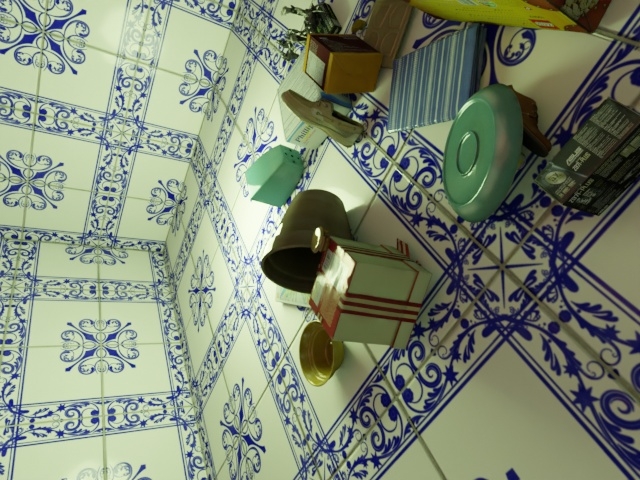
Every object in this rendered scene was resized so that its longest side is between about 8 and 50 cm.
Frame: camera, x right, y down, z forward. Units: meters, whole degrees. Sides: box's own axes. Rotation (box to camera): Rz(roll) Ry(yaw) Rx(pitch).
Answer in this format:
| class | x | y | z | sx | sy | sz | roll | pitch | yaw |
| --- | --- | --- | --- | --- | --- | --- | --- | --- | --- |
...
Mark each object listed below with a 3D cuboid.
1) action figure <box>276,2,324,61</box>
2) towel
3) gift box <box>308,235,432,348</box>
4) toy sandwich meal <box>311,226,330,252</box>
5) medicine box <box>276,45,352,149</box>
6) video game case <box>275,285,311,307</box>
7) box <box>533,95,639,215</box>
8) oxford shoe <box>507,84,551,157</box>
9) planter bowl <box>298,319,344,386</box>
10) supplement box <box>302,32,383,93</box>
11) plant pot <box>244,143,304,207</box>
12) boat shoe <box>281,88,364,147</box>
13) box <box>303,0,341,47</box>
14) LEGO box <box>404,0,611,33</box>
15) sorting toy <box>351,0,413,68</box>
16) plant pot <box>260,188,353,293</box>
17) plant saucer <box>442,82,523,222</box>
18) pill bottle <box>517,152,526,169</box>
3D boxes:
| class | x | y | z | sx | sy | sz | roll | pitch | yaw |
| --- | --- | --- | --- | --- | --- | --- | --- | --- | --- |
| action figure | -0.096 | -0.872 | 1.746 | 0.275 | 0.141 | 0.164 | -35 | 55 | 53 |
| towel | 0.321 | -0.449 | 1.221 | 0.336 | 0.040 | 0.243 | 8 | 92 | 58 |
| gift box | 0.137 | 0.123 | 1.184 | 0.276 | 0.258 | 0.255 | -124 | 49 | -62 |
| toy sandwich meal | 0.000 | 0.000 | 1.196 | 0.085 | 0.029 | 0.085 | -166 | 90 | -71 |
| medicine box | -0.034 | -0.556 | 1.659 | 0.263 | 0.149 | 0.289 | -40 | 53 | 46 |
| video game case | -0.084 | 0.111 | 1.709 | 0.329 | 0.036 | 0.300 | -3 | 81 | 56 |
| box | 0.511 | -0.144 | 0.768 | 0.180 | 0.147 | 0.077 | -59 | 41 | 32 |
| oxford shoe | 0.458 | -0.276 | 0.948 | 0.076 | 0.076 | 0.212 | -30 | 61 | 13 |
| planter bowl | 0.018 | 0.383 | 1.454 | 0.217 | 0.090 | 0.217 | -15 | 72 | 54 |
| supplement box | 0.070 | -0.602 | 1.438 | 0.194 | 0.191 | 0.129 | 56 | 147 | 38 |
| plant pot | -0.189 | -0.290 | 1.836 | 0.234 | 0.166 | 0.165 | -43 | 50 | 36 |
| boat shoe | 0.009 | -0.440 | 1.462 | 0.098 | 0.302 | 0.109 | -50 | 17 | 33 |
| box | 0.001 | -0.856 | 1.762 | 0.184 | 0.045 | 0.191 | -53 | 44 | 41 |
| LEGO box | 0.434 | -0.707 | 0.948 | 0.500 | 0.193 | 0.372 | 47 | 122 | 50 |
| sorting toy | 0.198 | -0.717 | 1.450 | 0.307 | 0.041 | 0.229 | 42 | 122 | 52 |
| plant pot | -0.023 | -0.010 | 1.436 | 0.323 | 0.323 | 0.280 | -38 | 38 | 47 |
| plant saucer | 0.356 | -0.200 | 0.987 | 0.317 | 0.044 | 0.317 | -176 | 90 | -82 |
| pill bottle | 0.424 | -0.187 | 0.962 | 0.043 | 0.083 | 0.043 | -16 | 70 | 54 |
